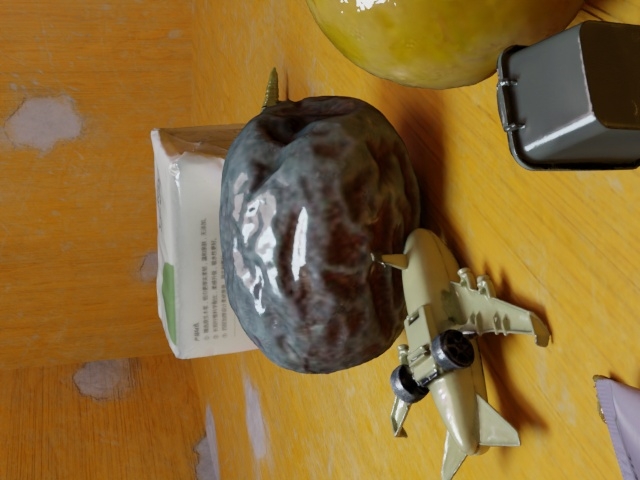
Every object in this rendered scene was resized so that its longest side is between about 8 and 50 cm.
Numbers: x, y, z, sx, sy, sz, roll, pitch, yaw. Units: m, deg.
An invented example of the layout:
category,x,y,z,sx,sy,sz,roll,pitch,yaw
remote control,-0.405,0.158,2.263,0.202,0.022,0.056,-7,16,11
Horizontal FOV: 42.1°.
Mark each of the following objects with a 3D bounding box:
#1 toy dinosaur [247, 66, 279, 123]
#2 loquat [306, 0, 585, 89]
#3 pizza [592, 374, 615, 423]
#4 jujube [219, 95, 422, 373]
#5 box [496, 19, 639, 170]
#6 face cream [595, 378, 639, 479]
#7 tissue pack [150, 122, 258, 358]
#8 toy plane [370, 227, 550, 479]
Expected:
category,x,y,z,sx,sy,sz,roll,pitch,yaw
toy dinosaur,-0.105,-0.191,1.566,0.153,0.094,0.259,-171,85,-74
loquat,0.087,-0.233,0.601,0.244,0.244,0.243,176,90,-74
pizza,0.219,0.134,0.606,0.037,0.016,0.083,97,161,-52
jujube,0.007,0.002,0.947,0.246,0.216,0.307,-53,-40,-54
box,0.179,-0.090,0.522,0.069,0.122,0.084,-20,76,62
face cream,0.231,0.152,0.455,0.274,0.096,0.154,121,130,-80
tissue pack,-0.133,-0.009,1.366,0.194,0.266,0.356,-129,38,-55
toy plane,0.121,0.096,0.815,0.242,0.104,0.256,-51,50,46
